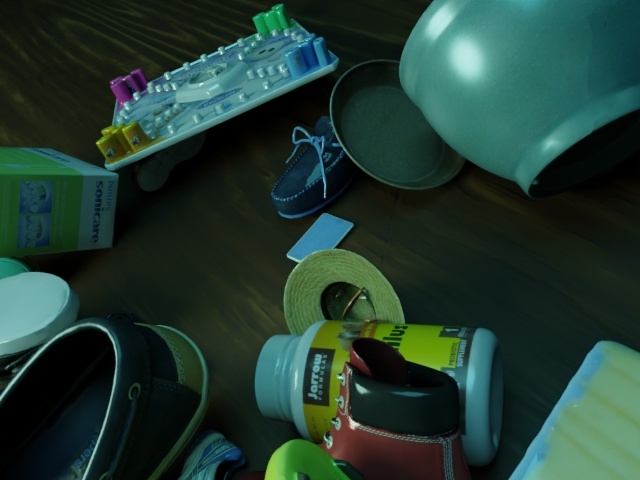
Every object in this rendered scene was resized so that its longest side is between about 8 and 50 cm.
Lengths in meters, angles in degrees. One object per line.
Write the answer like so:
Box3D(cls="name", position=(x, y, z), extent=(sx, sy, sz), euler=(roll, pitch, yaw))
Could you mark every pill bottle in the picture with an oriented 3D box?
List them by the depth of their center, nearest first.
Box3D(cls="pill bottle", position=(0.052, 0.134, 0.568), extent=(0.214, 0.117, 0.117), euler=(-1, 48, 23))

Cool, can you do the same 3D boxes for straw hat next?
Box3D(cls="straw hat", position=(0.036, 0.073, 0.669), extent=(0.144, 0.145, 0.061), euler=(6, 13, 28))

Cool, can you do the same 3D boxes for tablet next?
Box3D(cls="tablet", position=(0.000, 0.000, 0.801), extent=(0.054, 0.006, 0.083), euler=(22, 61, 37))

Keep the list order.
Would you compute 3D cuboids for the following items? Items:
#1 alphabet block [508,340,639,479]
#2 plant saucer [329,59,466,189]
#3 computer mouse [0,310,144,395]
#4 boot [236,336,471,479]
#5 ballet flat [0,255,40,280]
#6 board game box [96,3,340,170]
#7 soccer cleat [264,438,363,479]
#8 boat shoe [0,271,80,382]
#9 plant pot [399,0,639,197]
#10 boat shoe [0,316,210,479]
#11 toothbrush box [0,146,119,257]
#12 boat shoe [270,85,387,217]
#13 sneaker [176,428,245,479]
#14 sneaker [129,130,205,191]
Box3D(cls="alphabet block", position=(0.221, 0.213, 0.369), extent=(0.197, 0.192, 0.193), euler=(24, 63, 40))
Box3D(cls="plant saucer", position=(0.102, -0.148, 0.819), extent=(0.198, 0.036, 0.199), euler=(7, 64, -16))
Box3D(cls="computer mouse", position=(-0.282, 0.198, 0.700), extent=(0.262, 0.060, 0.184), euler=(-36, 39, -29))
Box3D(cls="boot", position=(0.009, 0.163, 0.493), extent=(0.244, 0.176, 0.088), euler=(-9, 4, 40))
Box3D(cls="ballet flat", position=(-0.567, 0.095, 0.902), extent=(0.342, 0.116, 0.124), euler=(-32, 25, -3))
Box3D(cls="board game box", position=(-0.195, -0.290, 1.077), extent=(0.389, 0.050, 0.390), euler=(-25, 32, -1))
Box3D(cls="soccer cleat", position=(0.019, 0.273, 0.386), extent=(0.121, 0.093, 0.289), euler=(-34, 75, 28))
Box3D(cls="boat shoe", position=(-0.413, 0.129, 0.784), extent=(0.306, 0.105, 0.113), euler=(-18, 42, 17))
Box3D(cls="plant pot", position=(0.262, -0.172, 0.684), extent=(0.293, 0.293, 0.196), euler=(-25, 70, 0))
Box3D(cls="boat shoe", position=(-0.291, 0.270, 0.522), extent=(0.186, 0.156, 0.500), euler=(30, 75, 27))
Box3D(cls="toothbrush box", position=(-0.468, -0.060, 0.871), extent=(0.206, 0.122, 0.283), euler=(19, 18, 36))
Box3D(cls="boat shoe", position=(0.014, -0.142, 0.871), extent=(0.109, 0.089, 0.258), euler=(18, 57, 36))
Box3D(cls="sneaker", position=(-0.118, 0.248, 0.584), extent=(0.058, 0.052, 0.135), euler=(14, 57, 25))
Box3D(cls="sneaker", position=(-0.258, -0.149, 1.021), extent=(0.064, 0.061, 0.158), euler=(16, 55, 42))
